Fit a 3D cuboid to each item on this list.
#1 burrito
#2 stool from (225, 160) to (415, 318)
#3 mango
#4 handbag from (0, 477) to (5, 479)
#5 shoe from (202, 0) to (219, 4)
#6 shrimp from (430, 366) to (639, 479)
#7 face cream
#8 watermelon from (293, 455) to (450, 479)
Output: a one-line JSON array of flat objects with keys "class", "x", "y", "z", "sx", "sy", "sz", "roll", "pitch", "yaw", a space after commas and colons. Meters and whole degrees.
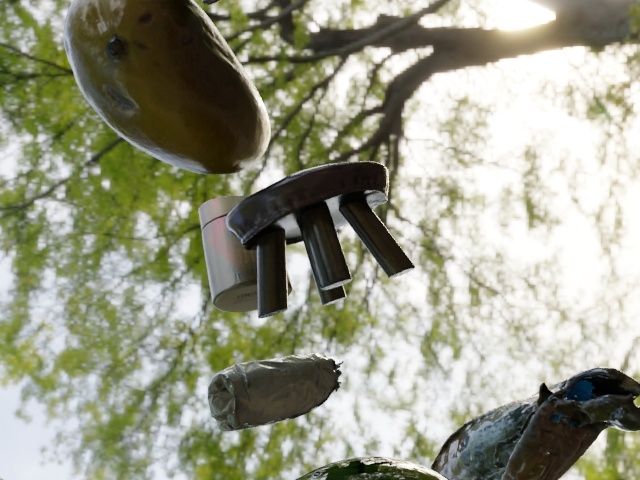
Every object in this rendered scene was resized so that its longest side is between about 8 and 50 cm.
[{"class": "burrito", "x": -0.076, "y": 0.315, "z": 2.079, "sx": 0.445, "sy": 0.101, "sz": 0.139, "roll": -2, "pitch": -87, "yaw": -54}, {"class": "stool", "x": 0.000, "y": 0.000, "z": 1.534, "sx": 0.272, "sy": 0.272, "sz": 0.179, "roll": -1, "pitch": -109, "yaw": -59}, {"class": "mango", "x": -0.236, "y": -0.257, "z": 1.608, "sx": 0.445, "sy": 0.220, "sz": 0.301, "roll": 39, "pitch": -155, "yaw": -55}, {"class": "handbag", "x": -0.591, "y": 0.461, "z": 1.625, "sx": 0.253, "sy": 0.315, "sz": 0.109, "roll": 49, "pitch": -137, "yaw": -28}, {"class": "shoe", "x": -0.177, "y": -0.439, "z": 1.525, "sx": 0.092, "sy": 0.089, "sz": 0.180, "roll": 59, "pitch": -173, "yaw": -32}, {"class": "shrimp", "x": 0.267, "y": 0.304, "z": 1.331, "sx": 0.110, "sy": 0.446, "sz": 0.221, "roll": 30, "pitch": -138, "yaw": -13}, {"class": "face cream", "x": -0.142, "y": 0.014, "z": 1.761, "sx": 0.285, "sy": 0.139, "sz": 0.067, "roll": -108, "pitch": 10, "yaw": -52}, {"class": "watermelon", "x": 0.031, "y": 0.351, "z": 1.083, "sx": 0.189, "sy": 0.330, "sz": 0.331, "roll": -117, "pitch": 4, "yaw": -54}]
